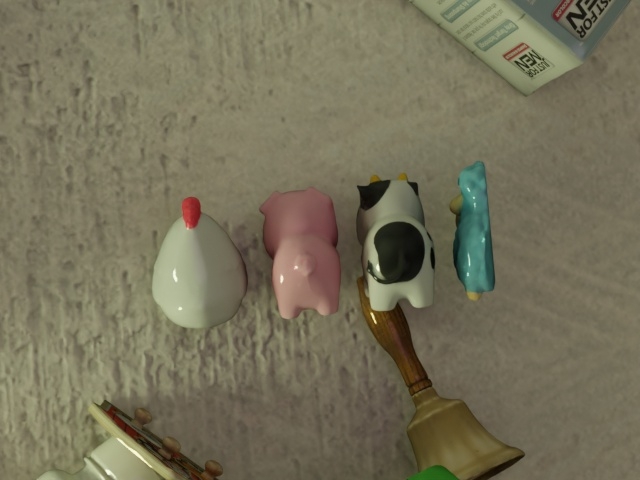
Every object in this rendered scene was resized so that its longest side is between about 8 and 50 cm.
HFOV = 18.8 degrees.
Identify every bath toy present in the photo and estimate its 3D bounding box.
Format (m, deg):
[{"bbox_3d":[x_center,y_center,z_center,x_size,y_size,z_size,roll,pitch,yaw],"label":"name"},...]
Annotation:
[{"bbox_3d":[0.000,0.000,1.947,0.348,0.151,0.129,-7,108,-5],"label":"bath toy"}]

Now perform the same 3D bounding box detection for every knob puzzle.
[{"bbox_3d":[-0.139,0.208,1.867,0.213,0.213,0.030,37,88,-6],"label":"knob puzzle"}]

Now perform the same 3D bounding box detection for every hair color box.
[{"bbox_3d":[0.127,-0.319,1.975,0.374,0.185,0.113,39,78,-5],"label":"hair color box"}]

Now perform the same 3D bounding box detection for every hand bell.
[{"bbox_3d":[0.097,0.143,1.981,0.126,0.126,0.242,-25,78,-12],"label":"hand bell"}]

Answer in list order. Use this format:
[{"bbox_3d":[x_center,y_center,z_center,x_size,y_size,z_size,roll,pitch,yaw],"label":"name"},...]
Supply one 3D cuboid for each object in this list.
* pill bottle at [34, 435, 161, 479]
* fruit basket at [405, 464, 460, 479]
[{"bbox_3d":[-0.254,0.297,1.869,0.229,0.131,0.131,-40,93,-12],"label":"pill bottle"},{"bbox_3d":[0.037,0.420,1.867,0.283,0.392,0.392,-24,90,-40],"label":"fruit basket"}]
